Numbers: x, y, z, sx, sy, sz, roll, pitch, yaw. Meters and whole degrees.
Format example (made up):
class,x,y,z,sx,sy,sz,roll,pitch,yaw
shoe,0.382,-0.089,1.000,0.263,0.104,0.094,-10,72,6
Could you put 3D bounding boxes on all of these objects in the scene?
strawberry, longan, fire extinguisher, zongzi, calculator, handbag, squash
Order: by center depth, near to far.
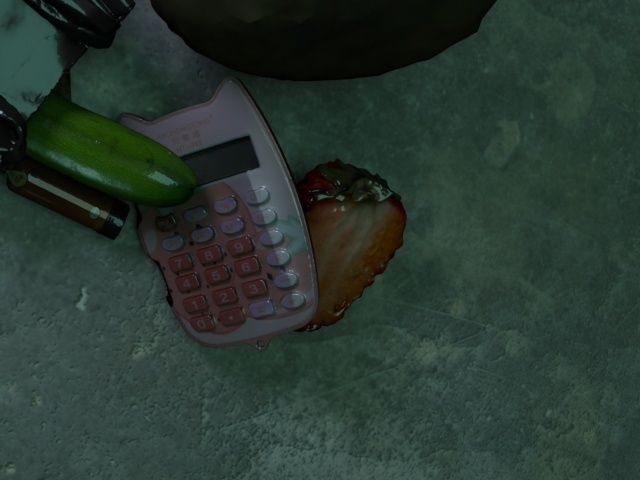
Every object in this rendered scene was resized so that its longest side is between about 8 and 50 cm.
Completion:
class,x,y,z,sx,sy,sz,roll,pitch,yaw
handbag,-0.364,-0.227,0.914,0.257,0.113,0.285,39,83,-16
longan,0.009,-0.386,0.990,0.435,0.404,0.404,-6,100,3
squash,-0.280,-0.114,1.018,0.292,0.082,0.082,25,85,-5
zongzi,-0.333,-0.191,1.037,0.076,0.040,0.083,-2,114,-17
fire extinguisher,-0.317,-0.056,1.046,0.177,0.050,0.062,27,77,-23
calculator,-0.120,-0.020,1.078,0.220,0.048,0.330,-15,97,18
strawberry,0.000,0.000,1.175,0.190,0.111,0.237,10,115,-35
